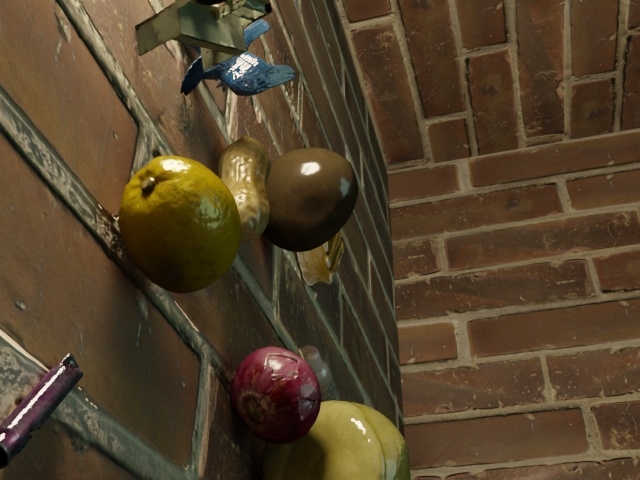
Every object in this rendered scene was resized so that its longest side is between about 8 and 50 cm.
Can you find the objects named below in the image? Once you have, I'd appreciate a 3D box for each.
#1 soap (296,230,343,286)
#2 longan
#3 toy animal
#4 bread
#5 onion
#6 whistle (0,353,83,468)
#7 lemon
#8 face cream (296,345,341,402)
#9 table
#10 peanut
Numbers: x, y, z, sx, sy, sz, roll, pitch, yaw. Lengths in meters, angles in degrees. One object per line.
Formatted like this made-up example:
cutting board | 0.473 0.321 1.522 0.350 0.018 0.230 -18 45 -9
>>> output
soap | 0.000 0.000 2.118 0.274 0.089 0.173 -64 142 -70
longan | -0.029 -0.099 1.711 0.215 0.246 0.245 4 75 -46
toy animal | -0.176 -0.345 1.426 0.255 0.239 0.176 -52 -175 -15
bread | 0.034 0.471 1.454 0.237 0.321 0.320 25 55 -55
onion | -0.078 0.280 1.372 0.153 0.177 0.177 16 63 -48
whistle | -0.296 0.173 0.791 0.176 0.033 0.033 -67 146 -67
lemon | -0.197 -0.021 1.074 0.207 0.170 0.170 70 16 -46
face cream | 0.000 0.368 1.874 0.082 0.082 0.269 -82 159 -53
table | -0.184 -0.341 1.219 0.146 0.175 0.062 -2 80 -52
peanut | -0.147 -0.098 1.474 0.125 0.111 0.274 74 14 -47
